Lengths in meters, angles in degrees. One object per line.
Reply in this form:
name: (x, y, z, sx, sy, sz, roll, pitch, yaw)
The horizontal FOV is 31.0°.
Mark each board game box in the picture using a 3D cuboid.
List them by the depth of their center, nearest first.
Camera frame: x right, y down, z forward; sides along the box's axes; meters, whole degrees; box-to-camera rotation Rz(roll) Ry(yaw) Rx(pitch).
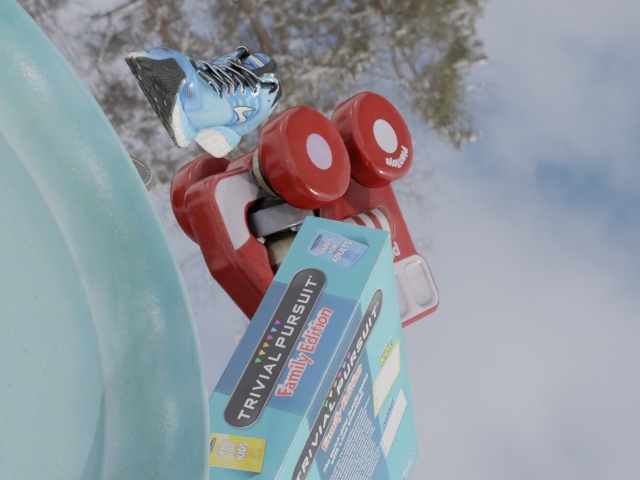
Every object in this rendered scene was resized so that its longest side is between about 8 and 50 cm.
board game box: (-0.003, 0.186, 0.977, 0.079, 0.336, 0.253, 12, -129, 20)

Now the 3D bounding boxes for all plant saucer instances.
plant saucer: (-0.151, 0.008, 0.368, 0.044, 0.317, 0.317, -27, -140, 24)

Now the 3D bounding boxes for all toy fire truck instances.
toy fire truck: (0.000, 0.000, 1.191, 0.169, 0.253, 0.302, -24, 179, 37)

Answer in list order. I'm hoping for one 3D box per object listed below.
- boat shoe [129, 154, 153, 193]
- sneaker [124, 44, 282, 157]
boat shoe: (-0.404, -0.123, 1.826, 0.335, 0.095, 0.112, 5, -131, -35)
sneaker: (-0.064, -0.098, 0.705, 0.073, 0.162, 0.063, -32, -95, 9)
